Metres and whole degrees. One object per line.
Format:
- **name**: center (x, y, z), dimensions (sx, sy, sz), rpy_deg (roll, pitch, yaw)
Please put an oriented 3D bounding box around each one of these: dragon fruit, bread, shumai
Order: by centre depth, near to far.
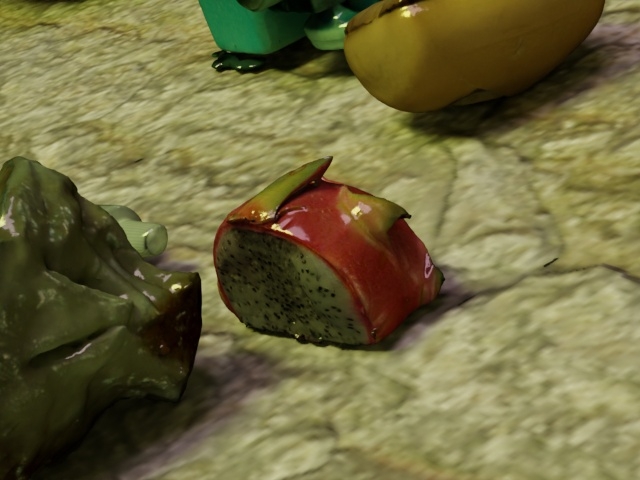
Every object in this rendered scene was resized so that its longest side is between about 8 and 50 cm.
- **shumai**: center (-0.088, 0.039, 0.638), dimensions (0.087, 0.123, 0.099), rpy_deg (16, -3, -13)
- **dragon fruit**: center (0.000, 0.000, 0.662), dimensions (0.056, 0.060, 0.083), rpy_deg (-40, 29, -29)
- **bread**: center (0.069, -0.087, 0.789), dimensions (0.115, 0.056, 0.082), rpy_deg (-19, 4, -26)

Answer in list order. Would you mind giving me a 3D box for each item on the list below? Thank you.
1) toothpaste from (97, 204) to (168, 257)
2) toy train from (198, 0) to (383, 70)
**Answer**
- **toothpaste**: center (-0.138, 0.000, 0.802), dimensions (0.197, 0.029, 0.048), rpy_deg (0, 31, 43)
- **toy train**: center (0.025, -0.170, 0.929), dimensions (0.203, 0.112, 0.163), rpy_deg (-28, 20, -22)
